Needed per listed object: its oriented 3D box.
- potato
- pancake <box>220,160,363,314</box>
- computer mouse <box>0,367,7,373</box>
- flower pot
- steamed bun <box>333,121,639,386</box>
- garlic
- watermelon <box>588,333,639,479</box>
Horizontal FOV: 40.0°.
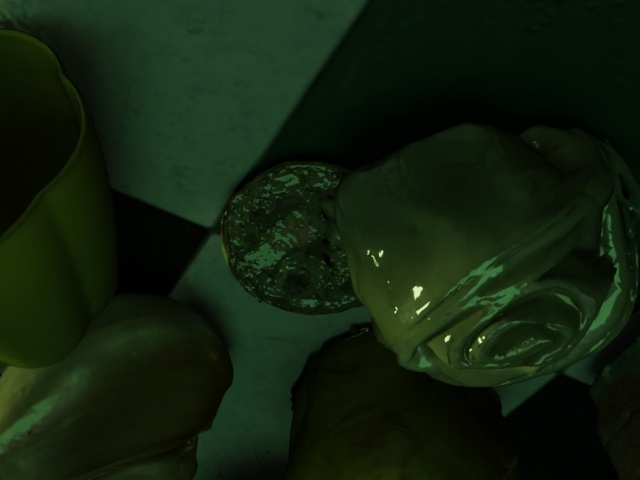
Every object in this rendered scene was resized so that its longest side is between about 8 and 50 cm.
[{"bbox_3d":[0.065,0.228,0.738,0.229,0.266,0.229,2,131,2],"label":"potato"},{"bbox_3d":[0.000,0.000,0.679,0.158,0.028,0.158,-1,131,-1],"label":"pancake"},{"bbox_3d":[-0.271,0.086,0.755,0.056,0.032,0.110,-42,129,22],"label":"computer mouse"},{"bbox_3d":[-0.222,-0.011,0.576,0.195,0.195,0.179,-3,147,4],"label":"flower pot"},{"bbox_3d":[0.131,0.026,0.608,0.211,0.144,0.218,-16,131,0],"label":"steamed bun"},{"bbox_3d":[-0.188,0.134,0.736,0.228,0.110,0.217,-4,131,-44],"label":"garlic"},{"bbox_3d":[0.378,0.165,0.687,0.283,0.292,0.250,21,109,-2],"label":"watermelon"}]
